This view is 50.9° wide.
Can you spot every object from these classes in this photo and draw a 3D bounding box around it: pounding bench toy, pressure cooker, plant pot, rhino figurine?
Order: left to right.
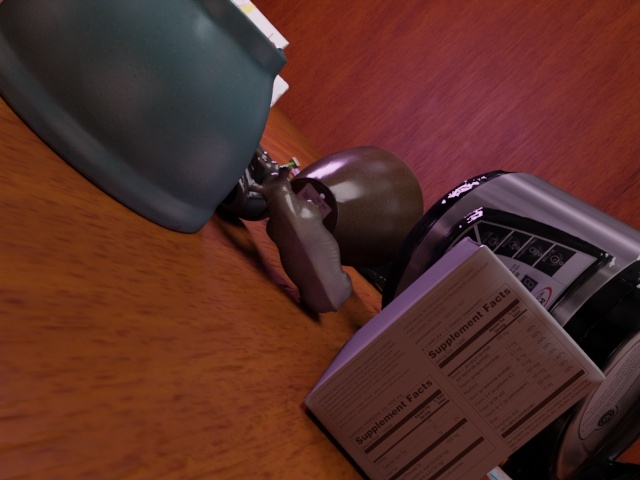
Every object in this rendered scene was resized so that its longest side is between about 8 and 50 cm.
[{"bbox_3d":[-0.159,-0.179,0.681,0.293,0.196,0.293,46,8,-9],"label":"plant pot"},{"bbox_3d":[-0.076,-0.117,1.190,0.052,0.083,0.065,48,8,4],"label":"pounding bench toy"},{"bbox_3d":[-0.029,-0.015,0.814,0.106,0.073,0.243,-104,169,-67],"label":"rhino figurine"},{"bbox_3d":[0.029,-0.051,1.087,0.215,0.215,0.230,49,22,15],"label":"plant pot"},{"bbox_3d":[0.344,0.130,0.952,0.420,0.376,0.369,41,-37,41],"label":"pressure cooker"}]

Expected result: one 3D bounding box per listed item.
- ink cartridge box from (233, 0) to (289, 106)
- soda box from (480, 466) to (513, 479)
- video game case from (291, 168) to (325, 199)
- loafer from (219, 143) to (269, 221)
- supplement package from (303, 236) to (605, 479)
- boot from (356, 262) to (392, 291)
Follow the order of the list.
[{"bbox_3d":[-0.217,-0.425,1.456,0.353,0.207,0.119,44,-30,-15],"label":"ink cartridge box"},{"bbox_3d":[0.195,0.291,0.688,0.183,0.063,0.058,44,9,-16],"label":"soda box"},{"bbox_3d":[-0.006,-0.113,1.749,0.157,0.019,0.143,43,9,-29],"label":"video game case"},{"bbox_3d":[-0.161,-0.156,0.884,0.302,0.109,0.095,54,19,11],"label":"loafer"},{"bbox_3d":[0.124,0.117,0.668,0.145,0.204,0.262,48,8,6],"label":"supplement package"},{"bbox_3d":[0.138,0.063,1.469,0.198,0.077,0.137,46,3,-15],"label":"boot"}]
